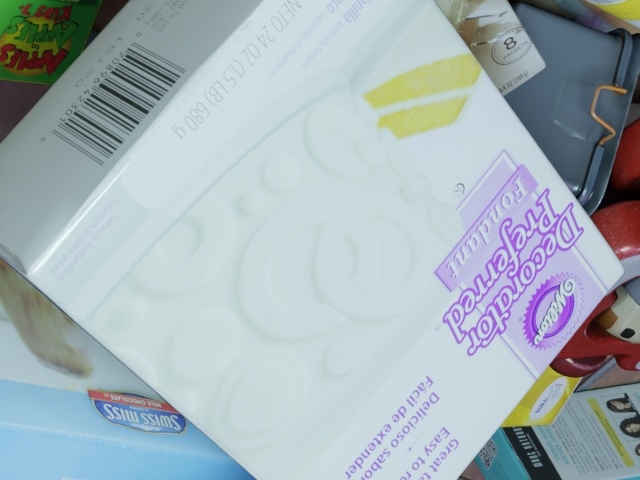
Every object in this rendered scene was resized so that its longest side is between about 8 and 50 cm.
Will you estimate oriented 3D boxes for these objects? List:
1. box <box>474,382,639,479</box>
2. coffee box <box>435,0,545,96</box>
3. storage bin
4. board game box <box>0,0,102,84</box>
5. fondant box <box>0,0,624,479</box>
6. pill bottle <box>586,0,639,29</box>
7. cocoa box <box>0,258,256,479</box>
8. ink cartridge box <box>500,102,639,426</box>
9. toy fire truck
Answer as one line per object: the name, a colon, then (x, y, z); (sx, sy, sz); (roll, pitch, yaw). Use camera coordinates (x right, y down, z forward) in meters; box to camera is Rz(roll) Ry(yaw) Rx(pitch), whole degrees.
box: (0.263, 0.188, 1.530); (0.244, 0.100, 0.060); (-5, 137, -26)
coffee box: (0.014, -0.157, 0.998); (0.141, 0.098, 0.246); (-35, 141, 8)
storage bin: (0.144, -0.088, 1.118); (0.091, 0.135, 0.098); (21, 167, -19)
board game box: (-0.211, -0.139, 0.928); (0.181, 0.043, 0.092); (2, 133, -32)
fondant box: (0.000, 0.000, 0.916); (0.238, 0.096, 0.330); (-50, 133, -8)
pill bottle: (0.222, -0.183, 1.090); (0.184, 0.103, 0.103); (17, 123, -43)
cocoa box: (-0.229, 0.113, 1.045); (0.347, 0.231, 0.228); (15, 123, -42)
ink cartridge box: (0.108, 0.025, 1.285); (0.307, 0.072, 0.303); (-1, 134, -32)
toy fire truck: (0.286, 0.032, 1.243); (0.302, 0.169, 0.254); (-4, 151, -27)
